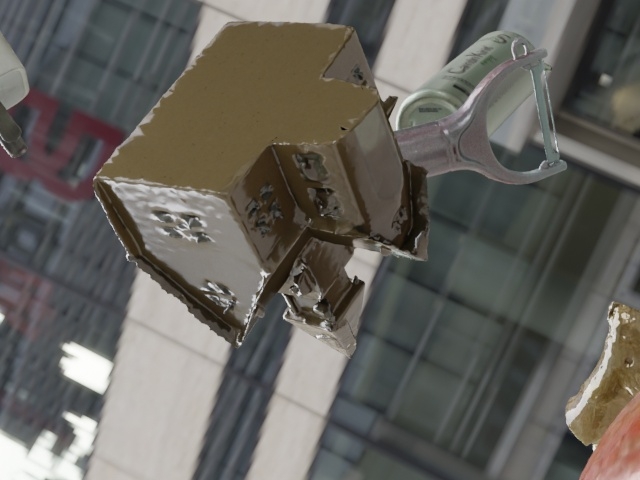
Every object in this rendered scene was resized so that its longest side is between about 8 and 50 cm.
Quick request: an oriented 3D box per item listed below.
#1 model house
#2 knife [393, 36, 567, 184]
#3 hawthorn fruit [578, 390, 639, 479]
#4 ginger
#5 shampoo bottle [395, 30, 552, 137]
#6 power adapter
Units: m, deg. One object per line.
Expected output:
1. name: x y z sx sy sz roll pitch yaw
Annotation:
1. model house: 0.000 0.000 0.986 0.181 0.176 0.248 -56 -41 -30
2. knife: 0.059 -0.078 1.188 0.053 0.278 0.123 -102 -2 -72
3. hawthorn fruit: 0.246 0.161 0.816 0.235 0.263 0.231 -30 -71 -48
4. ginger: 0.217 0.112 1.094 0.057 0.044 0.137 -78 5 -55
5. shampoo bottle: 0.164 -0.156 1.495 0.262 0.085 0.085 -43 -27 -54
6. power adapter: -0.447 -0.201 1.887 0.125 0.205 0.130 -33 -6 -14
